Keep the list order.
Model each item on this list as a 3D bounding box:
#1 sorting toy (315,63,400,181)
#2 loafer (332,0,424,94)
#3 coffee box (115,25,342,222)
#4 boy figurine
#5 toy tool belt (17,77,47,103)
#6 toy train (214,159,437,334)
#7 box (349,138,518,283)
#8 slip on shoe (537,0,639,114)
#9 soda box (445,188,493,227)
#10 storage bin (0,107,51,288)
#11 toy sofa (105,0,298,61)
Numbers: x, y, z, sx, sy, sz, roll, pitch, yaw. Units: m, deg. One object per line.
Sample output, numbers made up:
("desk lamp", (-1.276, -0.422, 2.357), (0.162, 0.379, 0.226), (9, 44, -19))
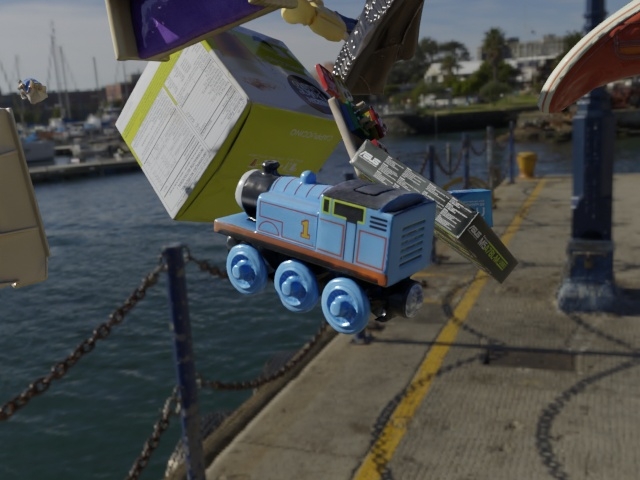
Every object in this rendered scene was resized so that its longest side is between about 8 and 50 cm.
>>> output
("sorting toy", (0.075, -0.157, 1.063), (0.046, 0.274, 0.132), (-27, -18, 20))
("loafer", (0.154, -0.456, 1.487), (0.130, 0.366, 0.133), (12, 49, -24))
("coffee box", (-0.201, -0.267, 1.612), (0.338, 0.338, 0.334), (1, 45, -50))
("boy figurine", (0.015, -0.597, 1.861), (0.285, 0.092, 0.177), (7, 45, -39))
("toy tool belt", (-0.619, -0.328, 1.491), (0.052, 0.051, 0.083), (-39, 44, -25))
("toy train", (0.000, 0.000, 0.537), (0.184, 0.105, 0.080), (18, 21, 35))
("box", (0.148, -0.035, 0.896), (0.191, 0.045, 0.184), (40, 1, 37))
("slip on shoe", (0.499, -0.307, 1.126), (0.331, 0.101, 0.123), (-36, -17, 24))
("soda box", (0.210, -0.055, 1.307), (0.210, 0.071, 0.067), (-4, 6, -2))
("storage bin", (-0.527, -0.071, 1.064), (0.123, 0.260, 0.262), (-18, 19, -32))
("toy sofa", (-0.232, -0.422, 1.186), (0.363, 0.150, 0.177), (-8, 5, 37))
